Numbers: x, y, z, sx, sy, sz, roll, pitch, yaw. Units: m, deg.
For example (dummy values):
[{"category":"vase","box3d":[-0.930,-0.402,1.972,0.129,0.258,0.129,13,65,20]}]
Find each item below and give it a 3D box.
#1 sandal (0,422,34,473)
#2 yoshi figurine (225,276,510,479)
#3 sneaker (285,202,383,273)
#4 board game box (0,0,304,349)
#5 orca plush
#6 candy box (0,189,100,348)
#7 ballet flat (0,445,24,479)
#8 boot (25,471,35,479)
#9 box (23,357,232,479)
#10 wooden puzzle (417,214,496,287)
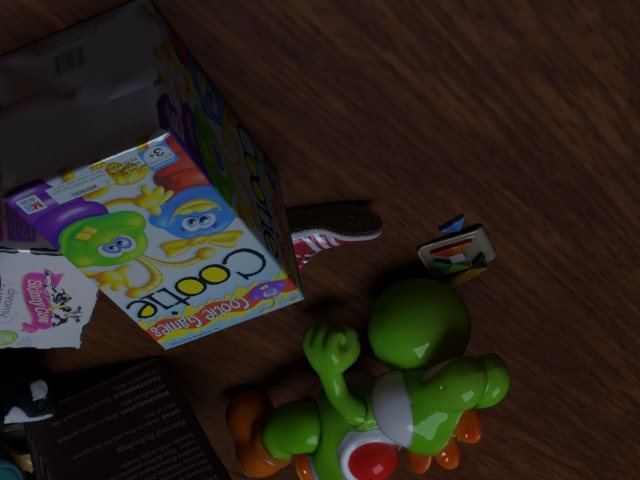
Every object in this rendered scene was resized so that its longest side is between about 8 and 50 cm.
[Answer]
[{"category":"sandal","box3d":[-0.319,0.245,1.617,0.072,0.049,0.180,-31,143,25]},{"category":"yoshi figurine","box3d":[0.058,0.151,1.550,0.203,0.203,0.362,51,136,-11]},{"category":"sneaker","box3d":[0.000,0.000,1.370,0.118,0.042,0.067,-1,142,-5]},{"category":"board game box","box3d":[-0.136,-0.045,1.163,0.144,0.142,0.275,-21,146,12]},{"category":"orca plush","box3d":[-0.391,0.113,1.394,0.287,0.102,0.151,12,-175,-18]},{"category":"candy box","box3d":[-0.302,0.028,1.278,0.196,0.070,0.165,2,143,-22]},{"category":"ballet flat","box3d":[-0.416,0.347,1.641,0.182,0.164,0.483,24,154,19]},{"category":"boot","box3d":[-0.296,0.295,1.711,0.114,0.037,0.106,-10,160,0]},{"category":"box","box3d":[-0.201,0.274,1.527,0.167,0.203,0.168,-24,151,-21]},{"category":"wooden puzzle","box3d":[0.145,0.015,1.471,0.078,0.014,0.116,-25,145,17]}]
